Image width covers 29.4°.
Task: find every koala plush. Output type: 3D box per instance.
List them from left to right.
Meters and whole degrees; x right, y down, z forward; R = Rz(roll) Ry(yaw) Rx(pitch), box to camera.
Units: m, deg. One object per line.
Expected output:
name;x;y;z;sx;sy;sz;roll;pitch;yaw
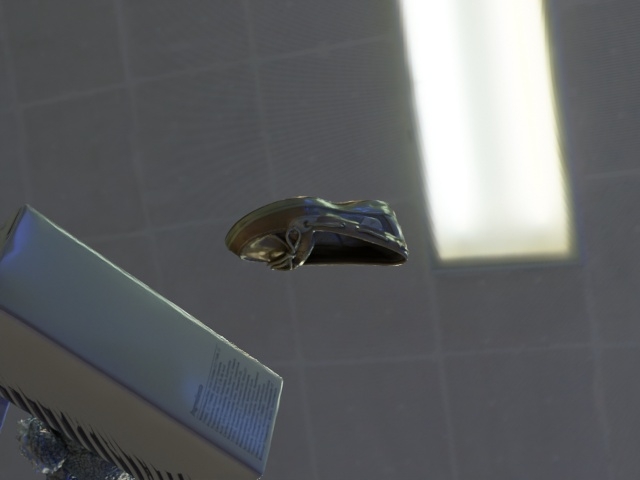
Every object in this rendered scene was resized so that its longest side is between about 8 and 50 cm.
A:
koala plush;-0.234;0.201;1.348;0.196;0.221;0.203;-2;-83;3

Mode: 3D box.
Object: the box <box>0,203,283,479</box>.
box;-0.167;0.102;0.988;0.275;0.113;0.094;37;-52;-21

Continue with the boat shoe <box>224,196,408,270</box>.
boat shoe;0.000;0.001;0.951;0.056;0.153;0.048;-55;-131;40

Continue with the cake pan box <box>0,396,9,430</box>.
cake pan box;-0.530;0.259;1.436;0.070;0.266;0.246;-21;-130;61
